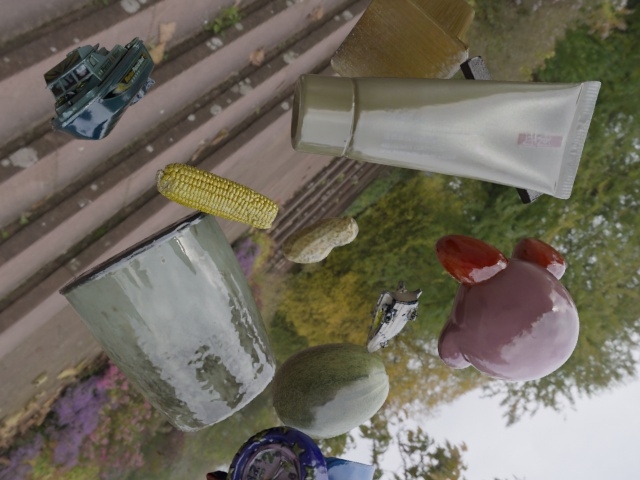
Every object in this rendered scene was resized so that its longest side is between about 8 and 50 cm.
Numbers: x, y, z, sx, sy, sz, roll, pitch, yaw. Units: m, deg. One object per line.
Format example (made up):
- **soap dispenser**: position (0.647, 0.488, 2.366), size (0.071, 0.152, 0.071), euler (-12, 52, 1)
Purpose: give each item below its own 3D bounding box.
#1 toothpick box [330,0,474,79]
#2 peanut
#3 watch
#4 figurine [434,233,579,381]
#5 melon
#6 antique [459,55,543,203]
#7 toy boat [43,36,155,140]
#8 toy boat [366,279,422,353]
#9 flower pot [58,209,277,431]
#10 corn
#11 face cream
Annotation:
- **toothpick box**: position (0.183, -0.395, 1.076), size (0.187, 0.190, 0.308), euler (-48, -175, 40)
- **peanut**: position (0.000, 0.000, 1.165), size (0.174, 0.080, 0.080), euler (-23, -170, 18)
- **watch**: position (-0.031, 0.347, 0.756), size (0.196, 0.200, 0.171), euler (7, -108, 38)
- **figurine**: position (0.350, 0.130, 0.997), size (0.211, 0.269, 0.261), euler (-157, -108, -68)
- **melon**: position (0.026, 0.408, 1.518), size (0.329, 0.249, 0.248), euler (-17, -173, 6)
- **antique**: position (0.226, -0.137, 0.687), size (0.031, 0.192, 0.015), euler (-26, -178, -30)
- **toy boat**: position (-0.354, -0.244, 0.874), size (0.114, 0.122, 0.296), euler (-27, -151, 18)
- **toy boat**: position (0.133, 0.168, 1.108), size (0.084, 0.066, 0.210), euler (-1, 137, -24)
- **flower pot**: position (-0.242, 0.142, 0.994), size (0.293, 0.330, 0.293), euler (-30, -171, 5)
- **corn**: position (-0.167, -0.072, 0.903), size (0.067, 0.206, 0.067), euler (-160, -90, -74)
- **face cream**: position (0.140, -0.126, 0.615), size (0.084, 0.341, 0.137), euler (-114, -151, -69)
